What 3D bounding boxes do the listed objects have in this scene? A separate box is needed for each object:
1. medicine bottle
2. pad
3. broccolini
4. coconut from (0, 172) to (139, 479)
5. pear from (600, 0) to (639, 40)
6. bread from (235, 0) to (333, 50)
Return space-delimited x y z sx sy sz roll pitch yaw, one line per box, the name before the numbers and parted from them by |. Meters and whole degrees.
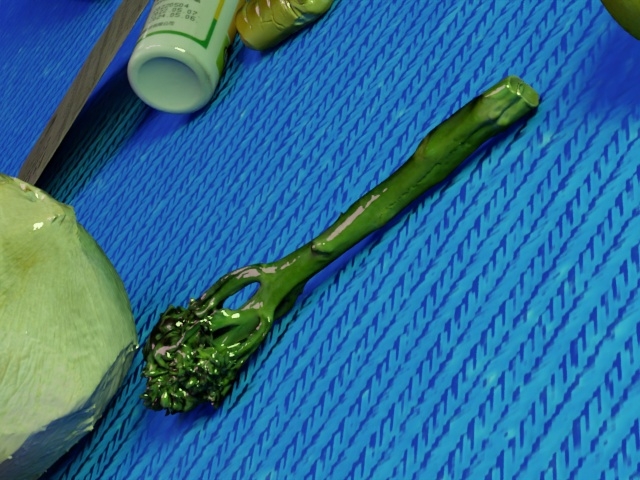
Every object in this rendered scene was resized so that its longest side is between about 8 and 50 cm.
medicine bottle | -0.086 -0.171 1.182 0.092 0.061 0.221 -55 15 44
pad | -0.179 -0.121 1.249 0.265 0.009 0.159 -54 16 23
broccolini | -0.004 0.000 0.807 0.254 0.057 0.071 -43 68 24
coconut | -0.192 0.047 0.918 0.194 0.194 0.194 -39 27 25
pear | 0.148 -0.124 0.673 0.092 0.092 0.097 -45 26 13
bread | -0.023 -0.154 1.073 0.088 0.033 0.049 -26 28 44
